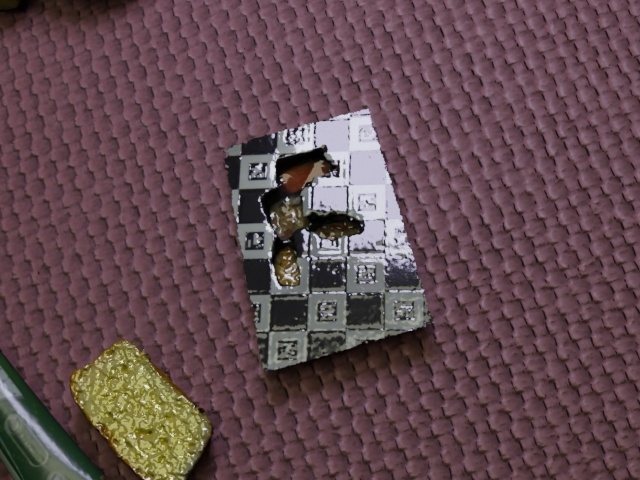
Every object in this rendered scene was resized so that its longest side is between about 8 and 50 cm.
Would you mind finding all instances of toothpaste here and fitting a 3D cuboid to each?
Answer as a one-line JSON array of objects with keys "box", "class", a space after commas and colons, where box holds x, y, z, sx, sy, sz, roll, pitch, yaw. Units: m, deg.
[{"box": [-0.332, 0.205, 1.410, 0.099, 0.061, 0.392, -39, 72, -7], "class": "toothpaste"}]

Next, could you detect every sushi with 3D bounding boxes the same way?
[{"box": [0.000, 0.000, 1.442, 0.192, 0.043, 0.279, -16, 68, 2], "class": "sushi"}]

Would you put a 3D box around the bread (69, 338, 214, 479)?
[{"box": [-0.189, 0.195, 1.388, 0.187, 0.065, 0.103, 40, 78, 21], "class": "bread"}]

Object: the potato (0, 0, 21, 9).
[{"box": [-0.497, -0.383, 1.611, 0.298, 0.141, 0.176, 30, 87, 18], "class": "potato"}]
